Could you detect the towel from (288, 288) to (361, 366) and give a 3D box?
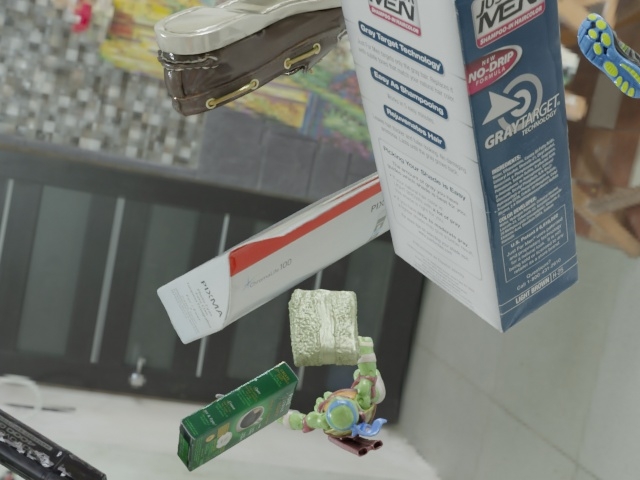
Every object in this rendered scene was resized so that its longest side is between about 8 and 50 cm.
[{"bbox_3d":[0.005,0.132,1.620,0.027,0.110,0.148,89,179,-46],"label":"towel"}]

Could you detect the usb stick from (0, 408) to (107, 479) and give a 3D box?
[{"bbox_3d":[-0.440,0.306,1.546,0.045,0.278,0.077,-62,-5,37],"label":"usb stick"}]

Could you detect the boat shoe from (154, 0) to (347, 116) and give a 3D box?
[{"bbox_3d":[-0.048,-0.231,1.193,0.116,0.324,0.097,19,125,37],"label":"boat shoe"}]

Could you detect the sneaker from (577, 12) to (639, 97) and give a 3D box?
[{"bbox_3d":[0.537,-0.333,1.924,0.067,0.078,0.188,-43,71,26],"label":"sneaker"}]

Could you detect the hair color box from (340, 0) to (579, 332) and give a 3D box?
[{"bbox_3d":[0.126,-0.105,0.932,0.174,0.105,0.347,38,152,46],"label":"hair color box"}]

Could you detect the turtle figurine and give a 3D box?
[{"bbox_3d":[0.010,0.239,1.802,0.266,0.274,0.198,45,-111,-76],"label":"turtle figurine"}]

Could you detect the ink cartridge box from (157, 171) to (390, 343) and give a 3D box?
[{"bbox_3d":[0.000,0.000,1.312,0.385,0.308,0.091,-21,97,59],"label":"ink cartridge box"}]

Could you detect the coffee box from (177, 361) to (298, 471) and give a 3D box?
[{"bbox_3d":[-0.122,0.257,1.541,0.040,0.184,0.113,50,151,24],"label":"coffee box"}]
